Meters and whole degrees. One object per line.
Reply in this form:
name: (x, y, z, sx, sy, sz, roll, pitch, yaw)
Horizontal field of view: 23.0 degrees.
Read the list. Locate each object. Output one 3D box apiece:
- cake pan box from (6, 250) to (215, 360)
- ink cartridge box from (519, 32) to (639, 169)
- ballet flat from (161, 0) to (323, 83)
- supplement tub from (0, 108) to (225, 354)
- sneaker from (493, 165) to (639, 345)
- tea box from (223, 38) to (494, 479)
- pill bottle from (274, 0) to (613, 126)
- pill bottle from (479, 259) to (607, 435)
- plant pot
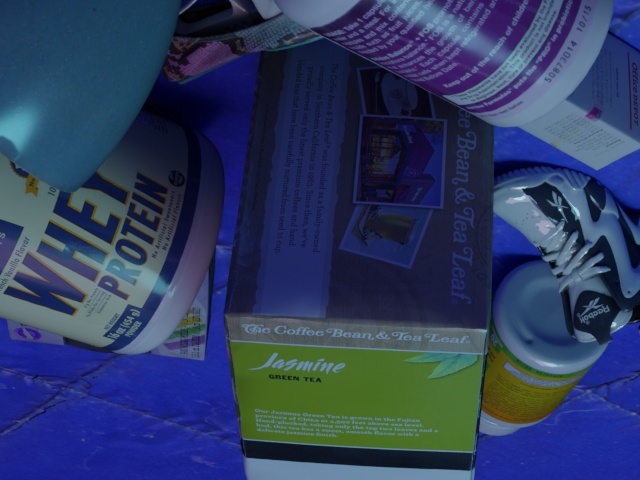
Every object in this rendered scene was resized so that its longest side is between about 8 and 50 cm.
cake pan box: (-0.247, 0.049, 1.820, 0.245, 0.070, 0.267, 9, 151, -2)
ink cartridge box: (0.229, -0.134, 1.387, 0.181, 0.104, 0.061, 25, 145, -31)
ballet flat: (-0.062, -0.199, 1.363, 0.221, 0.077, 0.079, -14, 126, 31)
supplement tub: (-0.280, -0.042, 1.493, 0.325, 0.235, 0.235, 19, 147, -24)
sneaker: (0.267, 0.027, 1.615, 0.235, 0.153, 0.094, 27, 142, -33)
tea box: (0.045, 0.025, 1.446, 0.220, 0.329, 0.323, 3, 144, 3)
pill bottle: (0.065, -0.217, 1.203, 0.301, 0.169, 0.169, 24, 145, -30)
pill bottle: (0.235, 0.136, 1.826, 0.136, 0.136, 0.246, 9, 150, -8)
plant pot: (-0.216, -0.208, 1.201, 0.195, 0.290, 0.290, -41, 137, 6)
